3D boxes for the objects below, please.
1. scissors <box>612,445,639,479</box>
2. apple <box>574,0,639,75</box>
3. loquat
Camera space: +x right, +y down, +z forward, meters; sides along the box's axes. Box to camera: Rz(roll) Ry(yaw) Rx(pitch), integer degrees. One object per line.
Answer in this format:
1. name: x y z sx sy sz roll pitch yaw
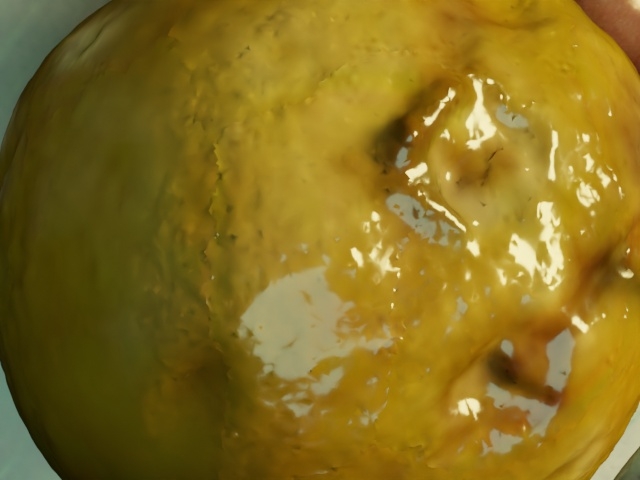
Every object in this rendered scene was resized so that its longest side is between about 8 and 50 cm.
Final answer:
1. scissors: 0.246 0.004 0.796 0.383 0.029 0.256 -25 143 -45
2. apple: 0.131 -0.144 0.784 0.153 0.120 0.153 -4 119 -7
3. loquat: 0.000 0.000 0.749 0.276 0.284 0.276 0 90 -16
